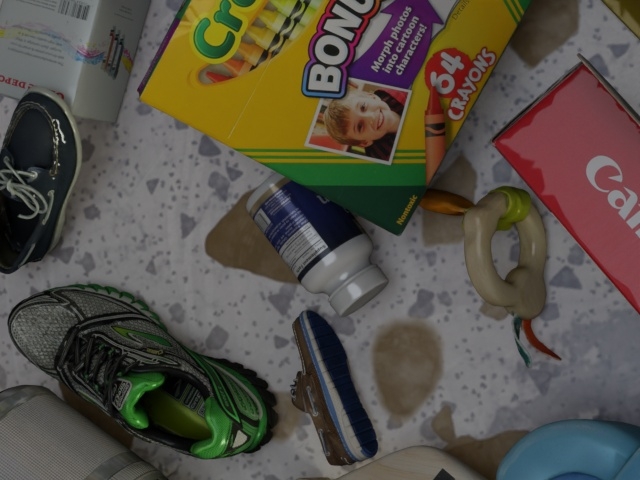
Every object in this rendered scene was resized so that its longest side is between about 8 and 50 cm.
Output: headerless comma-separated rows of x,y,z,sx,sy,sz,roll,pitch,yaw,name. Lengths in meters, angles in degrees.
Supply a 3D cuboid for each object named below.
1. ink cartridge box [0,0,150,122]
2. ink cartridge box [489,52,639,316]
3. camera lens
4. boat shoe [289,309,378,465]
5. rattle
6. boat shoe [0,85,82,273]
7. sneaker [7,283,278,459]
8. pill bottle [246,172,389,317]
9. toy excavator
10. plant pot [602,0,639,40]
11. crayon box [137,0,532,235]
-0.300,-0.241,1.633,0.128,0.127,0.176,18,94,16,ink cartridge box
0.321,-0.021,1.358,0.130,0.272,0.309,-42,77,13,ink cartridge box
-0.305,0.315,1.580,0.274,0.219,0.219,33,99,16,camera lens
0.000,0.171,1.566,0.066,0.066,0.183,-27,76,26,boat shoe
0.178,0.043,1.511,0.143,0.130,0.199,-7,114,28,rattle
-0.346,-0.065,1.608,0.095,0.079,0.254,32,133,9,boat shoe
-0.220,0.146,1.594,0.344,0.146,0.134,22,96,17,sneaker
0.000,0.000,1.552,0.094,0.094,0.169,-40,79,13,pill bottle
0.216,0.294,1.446,0.445,0.222,0.433,42,102,28,toy excavator
0.346,-0.355,1.398,0.187,0.212,0.212,-41,78,1,plant pot
0.029,-0.238,1.445,0.313,0.106,0.363,27,96,-15,crayon box
